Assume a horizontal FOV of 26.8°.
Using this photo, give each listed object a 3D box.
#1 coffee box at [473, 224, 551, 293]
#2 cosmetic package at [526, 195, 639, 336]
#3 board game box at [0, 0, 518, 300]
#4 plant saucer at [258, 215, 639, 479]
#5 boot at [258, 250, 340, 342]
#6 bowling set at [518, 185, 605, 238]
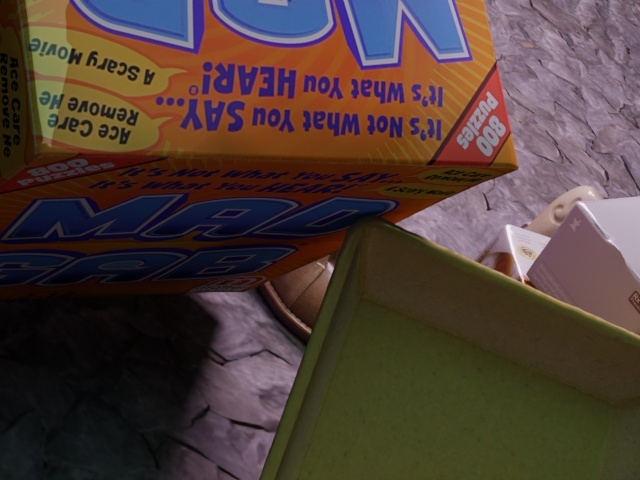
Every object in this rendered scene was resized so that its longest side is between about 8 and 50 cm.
[{"bbox_3d":[0.193,0.125,1.217,0.098,0.141,0.246,18,38,-25],"label":"coffee box"},{"bbox_3d":[0.318,0.031,1.208,0.238,0.107,0.127,-6,50,-34],"label":"cosmetic package"},{"bbox_3d":[-0.136,-0.168,0.965,0.356,0.356,0.356,-1,75,-37],"label":"board game box"},{"bbox_3d":[0.100,0.195,0.988,0.333,0.081,0.332,24,77,-19],"label":"plant saucer"},{"bbox_3d":[0.000,0.000,1.222,0.305,0.115,0.112,46,33,12],"label":"boot"},{"bbox_3d":[0.303,0.106,1.368,0.200,0.154,0.287,32,28,-41],"label":"bowling set"}]
